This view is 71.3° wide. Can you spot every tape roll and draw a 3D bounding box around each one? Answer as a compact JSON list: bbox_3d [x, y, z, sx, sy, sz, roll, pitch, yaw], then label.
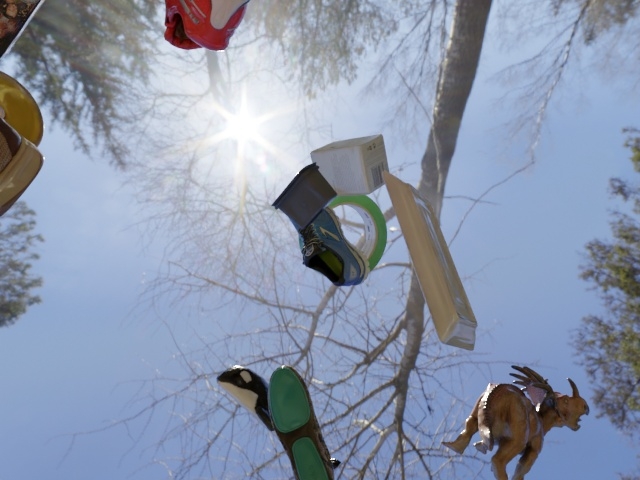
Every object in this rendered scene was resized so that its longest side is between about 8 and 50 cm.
[{"bbox_3d":[0.082,-0.018,1.586,0.321,0.321,0.077,-23,-168,-20],"label":"tape roll"}]

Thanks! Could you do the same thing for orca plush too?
[{"bbox_3d":[-0.068,0.336,0.886,0.287,0.151,0.102,38,-112,10],"label":"orca plush"}]

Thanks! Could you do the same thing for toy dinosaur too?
[{"bbox_3d":[0.326,0.293,0.753,0.127,0.296,0.200,26,-94,48],"label":"toy dinosaur"}]

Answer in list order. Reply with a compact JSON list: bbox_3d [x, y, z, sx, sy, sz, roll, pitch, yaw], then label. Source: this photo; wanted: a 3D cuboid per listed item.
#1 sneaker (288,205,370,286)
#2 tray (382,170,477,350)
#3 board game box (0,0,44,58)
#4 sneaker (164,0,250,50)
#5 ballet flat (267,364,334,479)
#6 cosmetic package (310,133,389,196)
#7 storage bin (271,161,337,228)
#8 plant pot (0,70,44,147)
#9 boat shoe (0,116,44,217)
[{"bbox_3d":[0.000,0.000,1.300,0.330,0.130,0.147,49,-147,20],"label":"sneaker"},{"bbox_3d":[0.169,0.024,0.661,0.030,0.145,0.270,-28,-120,26],"label":"tray"},{"bbox_3d":[-0.579,-0.434,0.694,0.165,0.243,0.042,-38,-144,21],"label":"board game box"},{"bbox_3d":[-0.175,-0.313,0.576,0.107,0.118,0.279,11,-155,-35],"label":"sneaker"},{"bbox_3d":[-0.018,0.168,0.394,0.041,0.041,0.114,-16,-110,-13],"label":"ballet flat"},{"bbox_3d":[0.094,-0.229,1.378,0.184,0.151,0.151,0,-157,35],"label":"cosmetic package"},{"bbox_3d":[-0.029,-0.098,1.019,0.091,0.135,0.098,47,-150,3],"label":"storage bin"},{"bbox_3d":[-0.663,-0.202,0.823,0.239,0.254,0.254,-13,-142,22],"label":"plant pot"},{"bbox_3d":[-0.417,-0.026,0.443,0.123,0.123,0.342,-3,-132,15],"label":"boat shoe"}]
